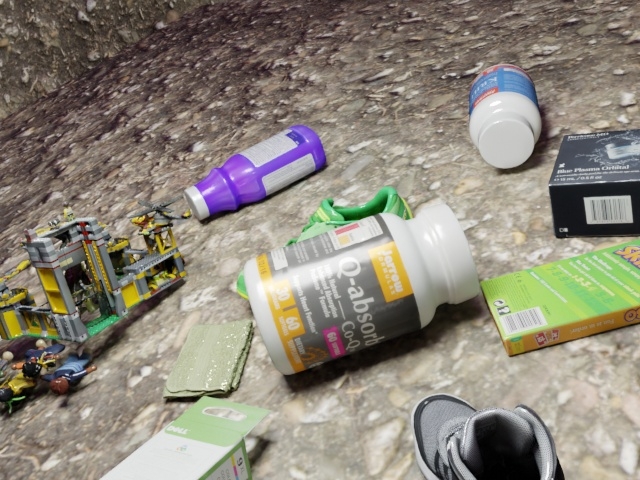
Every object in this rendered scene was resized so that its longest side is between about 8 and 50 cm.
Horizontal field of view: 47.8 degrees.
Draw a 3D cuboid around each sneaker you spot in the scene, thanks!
[{"bbox_3d":[0.000,0.000,1.107,0.295,0.123,0.109,-25,30,-9],"label":"sneaker"},{"bbox_3d":[0.151,0.194,0.665,0.101,0.153,0.268,-23,30,-8],"label":"sneaker"}]

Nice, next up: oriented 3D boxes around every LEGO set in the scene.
[{"bbox_3d":[-0.384,0.016,1.170,0.255,0.192,0.331,4,25,44],"label":"LEGO set"}]

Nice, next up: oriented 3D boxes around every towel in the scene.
[{"bbox_3d":[-0.155,0.165,1.019,0.110,0.027,0.148,-9,31,16],"label":"towel"}]

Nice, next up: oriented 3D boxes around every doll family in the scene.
[{"bbox_3d":[-0.428,0.199,1.070,0.193,0.076,0.111,-22,10,4],"label":"doll family"}]

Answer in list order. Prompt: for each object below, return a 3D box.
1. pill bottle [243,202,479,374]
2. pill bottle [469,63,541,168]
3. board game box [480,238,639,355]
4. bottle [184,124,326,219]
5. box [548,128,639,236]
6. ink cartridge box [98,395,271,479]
[{"bbox_3d":[0.052,0.057,0.944,0.278,0.162,0.162,-20,30,-1],"label":"pill bottle"},{"bbox_3d":[0.326,-0.220,1.284,0.124,0.124,0.221,-9,30,17],"label":"pill bottle"},{"bbox_3d":[0.341,0.061,0.898,0.259,0.039,0.124,-18,30,8],"label":"board game box"},{"bbox_3d":[-0.131,-0.133,1.435,0.283,0.092,0.118,-30,31,-18],"label":"bottle"},{"bbox_3d":[0.421,-0.085,1.038,0.156,0.093,0.158,-1,33,29],"label":"box"},{"bbox_3d":[-0.151,0.260,0.804,0.109,0.062,0.209,2,21,33],"label":"ink cartridge box"}]
